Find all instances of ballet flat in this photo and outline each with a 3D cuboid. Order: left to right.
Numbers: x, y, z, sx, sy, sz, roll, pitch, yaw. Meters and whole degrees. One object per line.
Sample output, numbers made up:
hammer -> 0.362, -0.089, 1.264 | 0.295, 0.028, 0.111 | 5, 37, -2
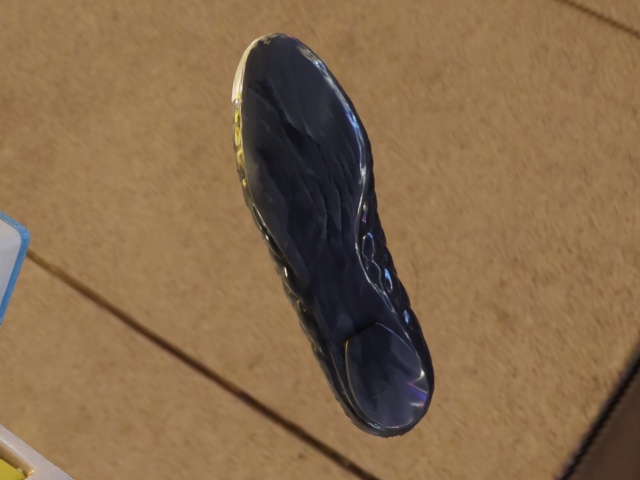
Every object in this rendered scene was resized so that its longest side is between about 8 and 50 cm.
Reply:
ballet flat -> 0.000, 0.000, 0.662 | 0.057, 0.049, 0.173 | -18, 91, -15

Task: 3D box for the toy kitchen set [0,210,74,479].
toy kitchen set -> -0.167, 0.044, 0.644 | 0.122, 0.166, 0.207 | 31, 114, 16
